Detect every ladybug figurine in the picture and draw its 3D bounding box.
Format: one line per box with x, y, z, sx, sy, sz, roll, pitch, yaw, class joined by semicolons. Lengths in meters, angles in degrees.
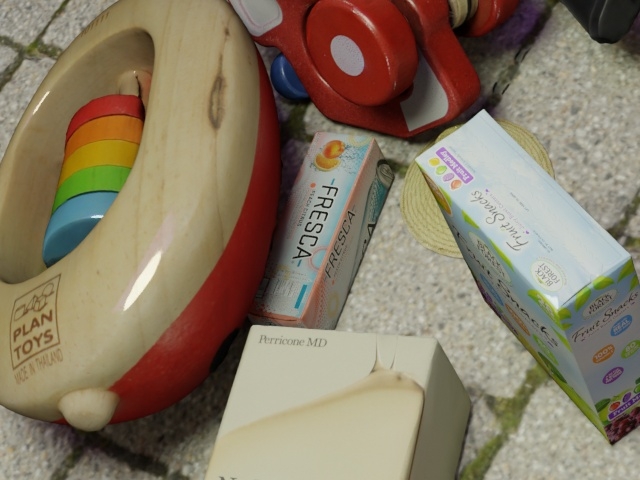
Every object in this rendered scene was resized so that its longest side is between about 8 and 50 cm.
-0.148;-0.022;1.306;0.305;0.162;0.449;-27;40;34;ladybug figurine

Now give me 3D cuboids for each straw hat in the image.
0.122;-0.062;1.322;0.144;0.061;0.144;-10;54;14;straw hat

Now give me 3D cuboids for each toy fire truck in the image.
0.007;-0.224;1.356;0.169;0.302;0.254;-37;11;-31;toy fire truck

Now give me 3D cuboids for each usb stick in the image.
0.211;-0.263;1.385;0.045;0.077;0.278;4;33;-20;usb stick

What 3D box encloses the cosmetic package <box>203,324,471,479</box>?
-0.005;0.224;1.146;0.160;0.113;0.309;2;59;23;cosmetic package

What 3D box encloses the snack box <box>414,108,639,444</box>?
0.165;0.029;1.151;0.070;0.207;0.174;-36;51;-5;snack box

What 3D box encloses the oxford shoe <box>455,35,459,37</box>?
0.076;-0.283;1.486;0.098;0.097;0.271;-34;57;-25;oxford shoe

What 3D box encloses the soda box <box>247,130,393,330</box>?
0.000;0.000;1.327;0.058;0.063;0.183;9;62;27;soda box
